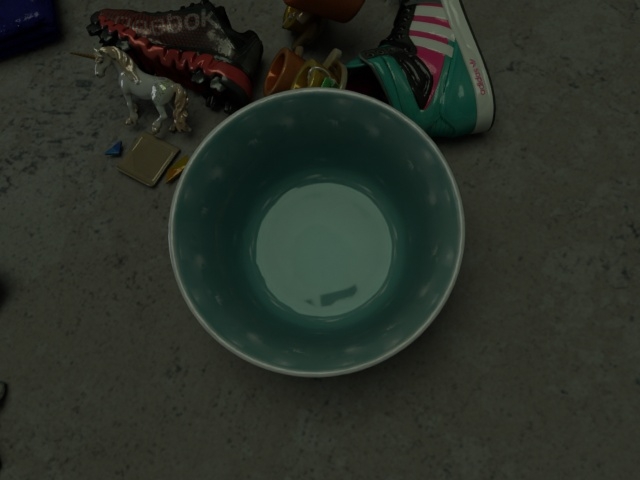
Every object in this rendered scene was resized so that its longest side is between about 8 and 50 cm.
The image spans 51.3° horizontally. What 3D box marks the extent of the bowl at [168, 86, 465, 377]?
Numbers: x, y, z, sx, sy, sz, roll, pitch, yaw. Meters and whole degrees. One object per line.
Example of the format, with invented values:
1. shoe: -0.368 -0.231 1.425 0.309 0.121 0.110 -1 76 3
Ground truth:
1. bowl: 0.000 0.000 0.772 0.312 0.163 0.311 -1 79 5

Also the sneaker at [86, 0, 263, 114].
1. sneaker: -0.202 -0.288 0.964 0.276 0.097 0.135 23 75 14

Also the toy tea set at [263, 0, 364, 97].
1. toy tea set: -0.048 -0.239 0.864 0.124 0.200 0.335 19 72 -25

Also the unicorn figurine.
1. unicorn figurine: -0.254 -0.210 0.932 0.162 0.111 0.060 9 39 2

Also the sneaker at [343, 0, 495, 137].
1. sneaker: 0.100 -0.258 0.899 0.179 0.123 0.295 -14 69 -7

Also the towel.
1. towel: -0.538 -0.423 1.086 0.228 0.076 0.308 -19 68 9

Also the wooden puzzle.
1. wooden puzzle: -0.244 -0.115 0.950 0.116 0.014 0.078 34 73 19

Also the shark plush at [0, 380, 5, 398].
1. shark plush: -0.484 0.215 0.843 0.161 0.073 0.067 -11 48 9
